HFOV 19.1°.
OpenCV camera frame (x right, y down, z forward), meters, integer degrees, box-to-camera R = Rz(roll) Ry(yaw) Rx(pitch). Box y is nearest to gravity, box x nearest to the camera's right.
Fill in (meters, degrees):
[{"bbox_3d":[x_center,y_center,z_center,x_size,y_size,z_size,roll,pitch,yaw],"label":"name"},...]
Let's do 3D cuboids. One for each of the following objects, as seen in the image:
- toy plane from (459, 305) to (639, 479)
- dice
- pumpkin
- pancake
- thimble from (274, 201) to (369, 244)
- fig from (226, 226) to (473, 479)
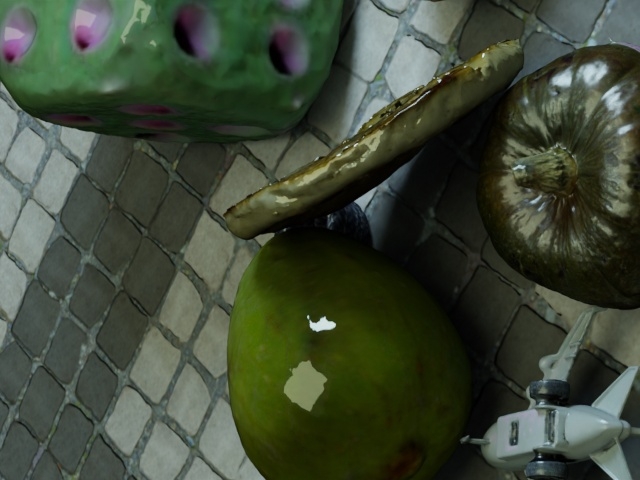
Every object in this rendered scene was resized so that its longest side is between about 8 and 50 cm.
[{"bbox_3d":[0.223,0.191,1.858,0.255,0.101,0.251,-18,64,58],"label":"toy plane"},{"bbox_3d":[-0.175,-0.289,2.215,0.330,0.318,0.322,-4,80,45],"label":"dice"},{"bbox_3d":[0.257,-0.061,1.835,0.260,0.189,0.260,-11,74,45],"label":"pumpkin"},{"bbox_3d":[0.065,-0.100,1.953,0.356,0.356,0.065,-34,90,36],"label":"pancake"},{"bbox_3d":[0.002,0.000,2.165,0.104,0.066,0.095,-28,61,38],"label":"thimble"},{"bbox_3d":[0.013,0.123,1.999,0.258,0.258,0.326,-48,50,28],"label":"fig"}]
